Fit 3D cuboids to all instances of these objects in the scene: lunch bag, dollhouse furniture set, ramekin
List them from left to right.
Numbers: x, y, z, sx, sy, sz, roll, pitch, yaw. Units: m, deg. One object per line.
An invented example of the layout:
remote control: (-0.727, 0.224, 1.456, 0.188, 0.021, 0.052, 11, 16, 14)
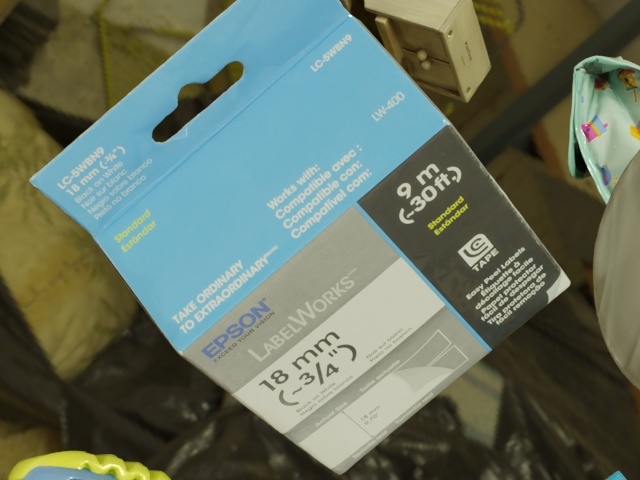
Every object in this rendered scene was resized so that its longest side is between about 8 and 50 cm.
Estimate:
dollhouse furniture set: (0.008, -0.110, 1.097, 0.161, 0.242, 0.212, 24, -21, 30)
lunch bag: (0.395, -0.106, 1.532, 0.262, 0.160, 0.223, 57, 23, 9)
ramekin: (0.389, 0.026, 1.213, 0.127, 0.273, 0.273, 9, 43, -25)

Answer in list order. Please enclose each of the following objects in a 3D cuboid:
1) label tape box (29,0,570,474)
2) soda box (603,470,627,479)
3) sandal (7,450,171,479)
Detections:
label tape box: (0.000, 0.000, 0.914, 0.333, 0.240, 0.106, 45, 7, -45)
soda box: (0.214, 0.304, 1.187, 0.210, 0.067, 0.071, -32, 75, -26)
sandal: (-0.148, 0.295, 1.160, 0.317, 0.126, 0.138, 34, 60, -22)
